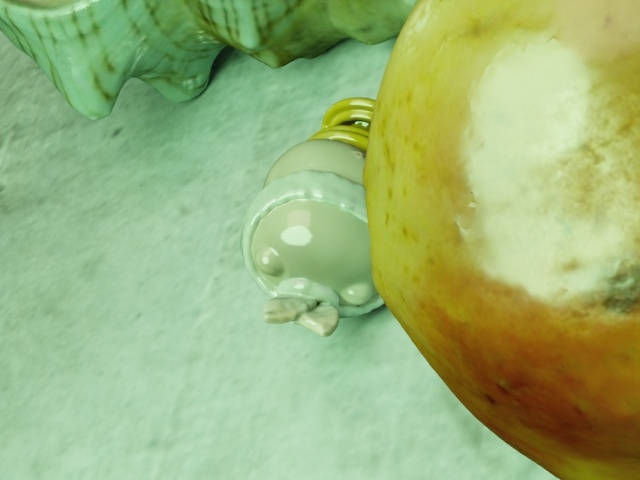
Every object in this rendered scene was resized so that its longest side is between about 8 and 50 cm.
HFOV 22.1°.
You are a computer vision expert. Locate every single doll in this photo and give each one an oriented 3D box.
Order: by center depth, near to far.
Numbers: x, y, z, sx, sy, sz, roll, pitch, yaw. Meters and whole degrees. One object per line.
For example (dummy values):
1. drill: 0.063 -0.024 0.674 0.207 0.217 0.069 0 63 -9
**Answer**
1. doll: 0.000 0.000 0.729 0.084 0.073 0.127 -51 12 51

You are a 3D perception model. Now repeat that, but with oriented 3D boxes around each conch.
1. conch: -0.093 -0.155 0.889 0.386 0.169 0.203 7 50 29

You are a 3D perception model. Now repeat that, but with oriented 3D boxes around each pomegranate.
1. pomegranate: 0.115 -0.016 0.527 0.209 0.209 0.209 -25 38 21
